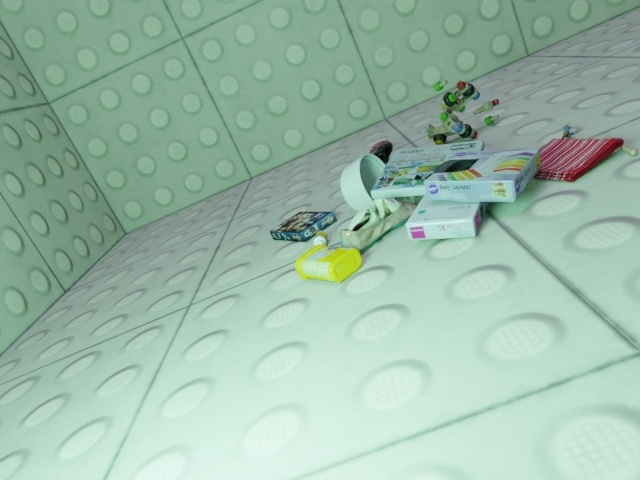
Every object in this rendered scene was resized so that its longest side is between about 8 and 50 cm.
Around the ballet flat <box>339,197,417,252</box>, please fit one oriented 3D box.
[{"bbox_3d":[0.182,-0.069,1.682,0.316,0.106,0.108,-36,21,-31],"label":"ballet flat"}]

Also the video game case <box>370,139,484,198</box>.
[{"bbox_3d":[0.368,-0.242,1.839,0.329,0.036,0.300,-1,35,29],"label":"video game case"}]

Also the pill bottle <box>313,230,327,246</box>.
[{"bbox_3d":[0.000,0.000,1.828,0.043,0.043,0.083,-21,18,12],"label":"pill bottle"}]

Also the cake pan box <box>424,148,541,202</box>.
[{"bbox_3d":[0.458,-0.186,1.535,0.267,0.070,0.246,5,29,39],"label":"cake pan box"}]

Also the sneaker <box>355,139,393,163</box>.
[{"bbox_3d":[0.271,-0.381,2.466,0.135,0.097,0.276,-6,28,46],"label":"sneaker"}]

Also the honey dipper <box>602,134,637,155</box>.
[{"bbox_3d":[0.834,-0.262,1.498,0.031,0.030,0.160,-22,21,9],"label":"honey dipper"}]

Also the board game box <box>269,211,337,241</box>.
[{"bbox_3d":[-0.070,-0.056,2.081,0.165,0.042,0.243,-35,20,-28],"label":"board game box"}]

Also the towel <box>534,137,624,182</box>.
[{"bbox_3d":[0.706,-0.243,1.571,0.199,0.031,0.275,-34,19,-9],"label":"towel"}]

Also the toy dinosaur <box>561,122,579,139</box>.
[{"bbox_3d":[0.812,-0.361,1.790,0.090,0.047,0.082,-35,-1,4],"label":"toy dinosaur"}]

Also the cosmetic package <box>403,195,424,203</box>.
[{"bbox_3d":[0.333,-0.176,1.861,0.115,0.060,0.041,-36,22,-35],"label":"cosmetic package"}]

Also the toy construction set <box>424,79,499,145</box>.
[{"bbox_3d":[0.592,-0.538,2.348,0.309,0.257,0.237,-12,-4,-32],"label":"toy construction set"}]

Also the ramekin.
[{"bbox_3d":[0.162,-0.194,1.919,0.109,0.207,0.207,-22,16,39],"label":"ramekin"}]

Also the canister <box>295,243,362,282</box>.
[{"bbox_3d":[0.024,0.066,1.563,0.126,0.073,0.170,-36,22,-30],"label":"canister"}]

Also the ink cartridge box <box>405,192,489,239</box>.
[{"bbox_3d":[0.379,-0.099,1.548,0.186,0.065,0.311,-3,29,29],"label":"ink cartridge box"}]

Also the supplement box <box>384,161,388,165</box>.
[{"bbox_3d":[0.276,-0.289,2.266,0.043,0.055,0.083,-16,20,23],"label":"supplement box"}]
